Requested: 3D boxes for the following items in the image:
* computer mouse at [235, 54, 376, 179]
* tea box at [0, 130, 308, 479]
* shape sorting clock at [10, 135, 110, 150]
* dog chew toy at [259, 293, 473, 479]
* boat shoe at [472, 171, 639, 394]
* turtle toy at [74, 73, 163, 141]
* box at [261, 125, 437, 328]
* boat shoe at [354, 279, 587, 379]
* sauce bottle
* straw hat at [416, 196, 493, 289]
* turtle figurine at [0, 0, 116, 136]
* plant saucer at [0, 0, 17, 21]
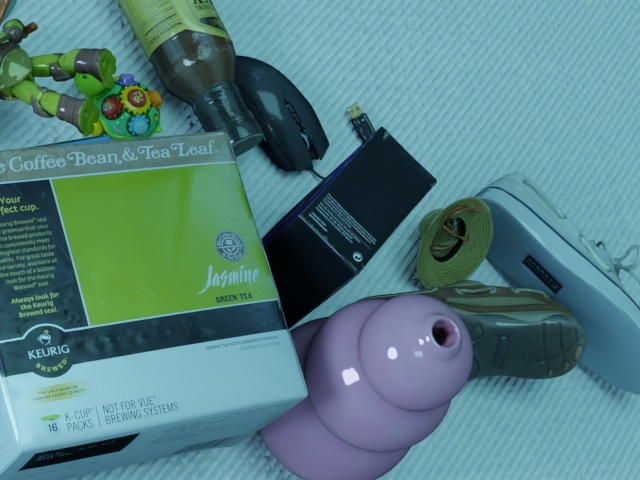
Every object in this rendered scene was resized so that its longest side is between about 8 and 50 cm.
[{"bbox_3d":[-0.013,-0.166,1.980,0.184,0.060,0.262,-33,86,-35],"label":"computer mouse"},{"bbox_3d":[-0.240,0.076,1.597,0.329,0.220,0.323,-7,72,-31],"label":"tea box"},{"bbox_3d":[-0.314,-0.090,1.695,0.206,0.206,0.040,-14,98,-33],"label":"shape sorting clock"},{"bbox_3d":[0.058,0.161,1.697,0.207,0.332,0.206,12,63,-23],"label":"dog chew toy"},{"bbox_3d":[0.371,0.045,2.063,0.367,0.136,0.156,44,50,8],"label":"boat shoe"},{"bbox_3d":[-0.253,-0.174,1.847,0.130,0.066,0.095,32,56,-13],"label":"turtle toy"},{"bbox_3d":[0.000,0.000,1.785,0.103,0.261,0.184,46,53,-2],"label":"box"},{"bbox_3d":[0.185,0.113,1.941,0.324,0.123,0.116,7,30,-17],"label":"boat shoe"},{"bbox_3d":[-0.179,-0.267,1.908,0.111,0.111,0.344,-22,81,-35],"label":"sauce bottle"},{"bbox_3d":[0.165,-0.008,1.995,0.144,0.144,0.061,-16,37,-34],"label":"straw hat"},{"bbox_3d":[-0.357,-0.203,1.735,0.217,0.087,0.269,9,50,14],"label":"turtle figurine"},{"bbox_3d":[-0.464,-0.347,1.831,0.195,0.037,0.195,12,63,-23],"label":"plant saucer"}]
